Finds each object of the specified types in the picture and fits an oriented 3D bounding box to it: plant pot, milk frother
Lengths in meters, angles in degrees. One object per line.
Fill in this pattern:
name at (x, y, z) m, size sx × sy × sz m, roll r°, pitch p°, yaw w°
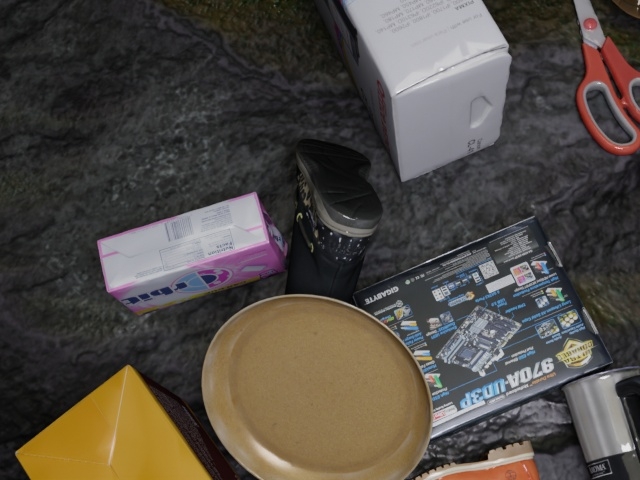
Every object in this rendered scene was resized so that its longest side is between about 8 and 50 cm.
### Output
plant pot at (-0.003, 0.155, 0.923) m, size 0.236 × 0.032 × 0.236 m, roll 5°, pitch 113°, yaw 13°
milk frother at (0.331, 0.192, 0.905) m, size 0.143 × 0.129 × 0.135 m, roll 3°, pitch 65°, yaw -37°

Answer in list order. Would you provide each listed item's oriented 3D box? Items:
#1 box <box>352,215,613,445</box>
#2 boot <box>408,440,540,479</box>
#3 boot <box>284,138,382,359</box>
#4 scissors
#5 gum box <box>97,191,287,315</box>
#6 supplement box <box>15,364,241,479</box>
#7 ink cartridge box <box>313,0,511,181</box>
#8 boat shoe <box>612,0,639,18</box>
box at (0.166, 0.096, 0.972) m, size 0.220 × 0.051 × 0.175 m, roll -24°, pitch 70°, yaw -1°
boot at (0.145, 0.260, 0.918) m, size 0.158 × 0.059 × 0.085 m, roll -15°, pitch 75°, yaw 1°
boot at (-0.002, 0.000, 0.996) m, size 0.085 × 0.236 × 0.179 m, roll 11°, pitch 113°, yaw -11°
scissors at (0.312, -0.234, 1.082) m, size 0.109 × 0.021 × 0.297 m, roll -24°, pitch 71°, yaw -1°
gum box at (-0.132, 0.016, 1.008) m, size 0.188 × 0.107 × 0.062 m, roll -17°, pitch 70°, yaw 2°
supplement box at (-0.154, 0.249, 0.885) m, size 0.129 × 0.194 × 0.191 m, roll -38°, pitch 71°, yaw -6°
ink cartridge box at (0.078, -0.252, 1.010) m, size 0.131 × 0.226 × 0.306 m, roll -23°, pitch 69°, yaw 0°
boat shoe at (0.336, -0.381, 1.094) m, size 0.109 × 0.098 × 0.302 m, roll -49°, pitch 66°, yaw 37°
